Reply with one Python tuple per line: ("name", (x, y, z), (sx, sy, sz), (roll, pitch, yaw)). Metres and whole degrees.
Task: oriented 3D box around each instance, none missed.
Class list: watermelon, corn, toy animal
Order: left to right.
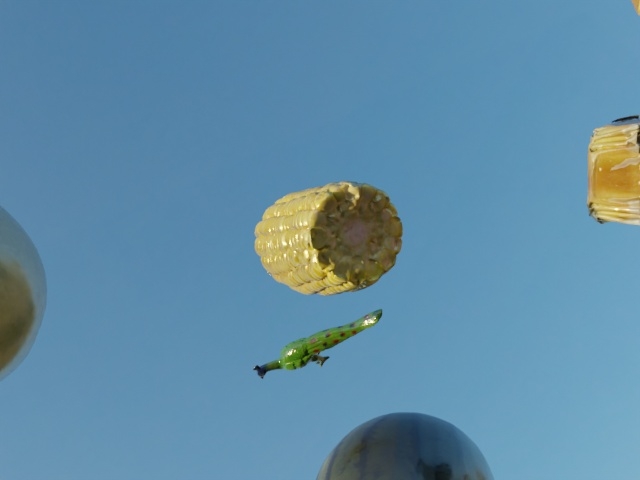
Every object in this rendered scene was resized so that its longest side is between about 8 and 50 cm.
("corn", (0.000, 0.000, 0.797), (0.093, 0.244, 0.093), (0, -90, -10))
("toy animal", (0.006, 0.156, 1.421), (0.217, 0.041, 0.075), (-25, -25, 13))
("watermelon", (0.115, 0.405, 1.345), (0.279, 0.359, 0.278), (4, -62, 8))

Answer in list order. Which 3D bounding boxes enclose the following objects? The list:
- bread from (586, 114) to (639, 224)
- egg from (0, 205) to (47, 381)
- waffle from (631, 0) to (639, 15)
("bread", (0.437, -0.097, 1.264), (0.241, 0.107, 0.136), (-17, -75, -54))
("egg", (-0.483, 0.043, 1.029), (0.336, 0.278, 0.278), (21, -68, -48))
("waffle", (0.452, -0.422, 1.296), (0.309, 0.283, 0.065), (-43, -8, -24))
